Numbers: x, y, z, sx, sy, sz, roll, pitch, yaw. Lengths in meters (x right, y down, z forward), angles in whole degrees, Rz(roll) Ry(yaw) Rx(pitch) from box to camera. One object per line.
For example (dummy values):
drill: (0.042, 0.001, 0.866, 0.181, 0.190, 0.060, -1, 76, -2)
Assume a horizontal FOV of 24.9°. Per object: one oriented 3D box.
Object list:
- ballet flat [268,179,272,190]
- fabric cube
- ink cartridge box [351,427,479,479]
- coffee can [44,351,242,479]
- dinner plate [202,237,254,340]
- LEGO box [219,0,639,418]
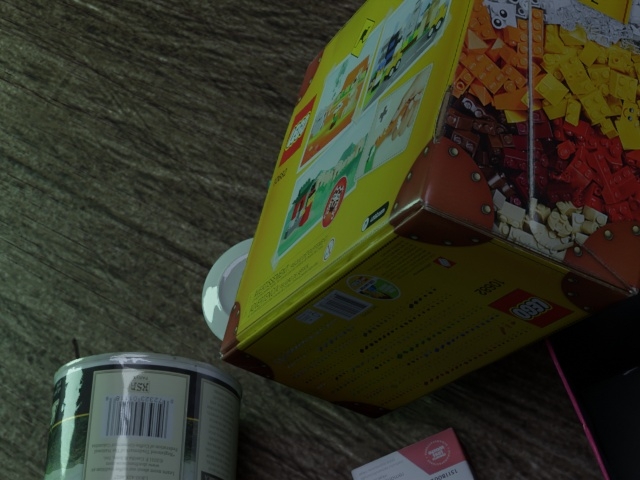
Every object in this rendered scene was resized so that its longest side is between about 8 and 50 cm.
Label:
ballet flat: (0.000, 0.000, 1.623, 0.074, 0.074, 0.203, -25, 54, 5)
fabric cube: (0.369, 0.160, 1.313, 0.254, 0.258, 0.259, -22, 60, 6)
ink cartridge box: (0.120, 0.301, 1.436, 0.115, 0.067, 0.198, -25, 60, 5)
coffee can: (-0.184, 0.276, 1.473, 0.201, 0.201, 0.275, -6, 63, 16)
dinner plate: (-0.071, 0.056, 1.648, 0.141, 0.017, 0.141, -7, 64, 14)
LEGO box: (0.113, -0.078, 1.359, 0.193, 0.500, 0.372, 23, 66, -14)
